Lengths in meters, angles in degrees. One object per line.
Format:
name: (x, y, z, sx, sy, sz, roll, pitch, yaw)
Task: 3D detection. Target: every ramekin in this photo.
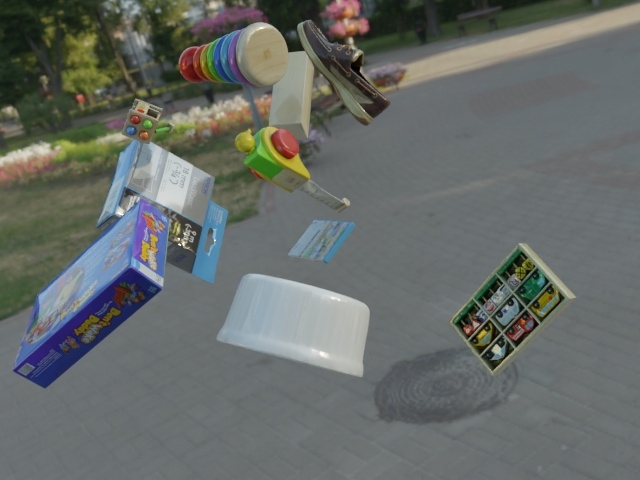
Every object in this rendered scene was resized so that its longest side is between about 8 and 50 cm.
ramekin: (-0.042, 0.155, 1.384, 0.277, 0.135, 0.277, 14, -9, 2)

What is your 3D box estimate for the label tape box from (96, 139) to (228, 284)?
label tape box: (-0.356, -0.072, 1.852, 0.106, 0.334, 0.240, -29, 43, 43)

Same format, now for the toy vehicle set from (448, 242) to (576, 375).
toy vehicle set: (0.426, 0.157, 1.688, 0.035, 0.166, 0.266, -3, -44, -48)

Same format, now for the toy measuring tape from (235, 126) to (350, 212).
toy measuring tape: (-0.061, -0.168, 1.668, 0.330, 0.121, 0.121, 26, -17, -40)

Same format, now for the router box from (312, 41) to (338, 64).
router box: (0.001, -0.601, 2.445, 0.092, 0.038, 0.122, -24, 5, -21)

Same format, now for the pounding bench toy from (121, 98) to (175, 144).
pounding bench toy: (-0.306, -0.207, 1.346, 0.083, 0.052, 0.065, 20, 28, -14)

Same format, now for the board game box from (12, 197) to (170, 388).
board game box: (-0.448, 0.102, 1.479, 0.347, 0.078, 0.233, -38, 31, 20)

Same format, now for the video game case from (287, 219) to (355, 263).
video game case: (0.000, 0.000, 1.796, 0.119, 0.015, 0.166, -53, 28, -19)

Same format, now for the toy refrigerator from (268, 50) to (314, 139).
toy refrigerator: (-0.085, -0.439, 2.278, 0.102, 0.269, 0.094, -3, -27, 13)

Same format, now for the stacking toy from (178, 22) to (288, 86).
stacking toy: (-0.231, -0.425, 1.774, 0.141, 0.141, 0.330, -28, 23, -38)

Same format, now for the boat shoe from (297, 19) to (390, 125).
boat shoe: (0.069, -0.485, 2.068, 0.123, 0.342, 0.123, -37, -8, 20)
